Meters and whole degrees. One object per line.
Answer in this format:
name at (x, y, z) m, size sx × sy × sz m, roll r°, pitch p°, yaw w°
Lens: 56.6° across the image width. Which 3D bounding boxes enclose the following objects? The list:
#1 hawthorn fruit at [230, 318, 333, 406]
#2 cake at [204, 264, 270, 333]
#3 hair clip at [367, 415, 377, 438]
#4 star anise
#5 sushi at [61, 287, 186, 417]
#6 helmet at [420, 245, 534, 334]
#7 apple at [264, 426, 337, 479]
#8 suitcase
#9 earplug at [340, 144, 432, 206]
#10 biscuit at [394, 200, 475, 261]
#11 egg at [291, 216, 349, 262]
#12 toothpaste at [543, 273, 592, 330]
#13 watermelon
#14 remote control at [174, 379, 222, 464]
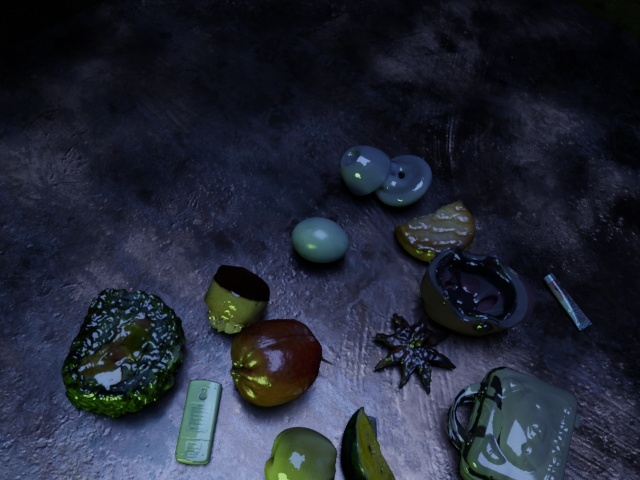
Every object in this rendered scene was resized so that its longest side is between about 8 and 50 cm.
hawthorn fruit at (-0.130, 0.339, 1.688) m, size 0.262 × 0.258 × 0.258 m, roll -38°, pitch 69°, yaw -25°
cake at (-0.266, 0.198, 1.816) m, size 0.185 × 0.178 × 0.207 m, roll 23°, pitch 23°, yaw -15°
hair clip at (0.137, 0.573, 1.697) m, size 0.054 × 0.022 × 0.137 m, roll -1°, pitch 68°, yaw -4°
star anise at (0.292, 0.331, 1.813) m, size 0.272 × 0.102 × 0.271 m, roll 1°, pitch 62°, yaw -3°
sushi at (-0.545, 0.321, 1.694) m, size 0.294 × 0.178 × 0.351 m, roll 15°, pitch 56°, yaw 1°
helmet at (0.467, 0.182, 1.863) m, size 0.339 × 0.197 × 0.270 m, roll 20°, pitch 51°, yaw -3°
apple at (-0.052, 0.589, 1.577) m, size 0.200 × 0.200 × 0.200 m, roll 2°, pitch 59°, yaw -4°
suitcase at (0.525, 0.536, 1.660) m, size 0.339 × 0.194 × 0.351 m, roll 21°, pitch 60°, yaw 10°
earplug at (0.229, -0.236, 2.100) m, size 0.326 × 0.175 × 0.214 m, roll 12°, pitch 61°, yaw 1°
biscuit at (0.403, -0.018, 2.037) m, size 0.274 × 0.091 × 0.213 m, roll -14°, pitch 59°, yaw -15°
egg at (0.000, 0.000, 1.953) m, size 0.193 × 0.149 × 0.149 m, roll 17°, pitch 59°, yaw -1°
toothpaste at (0.821, 0.203, 1.980) m, size 0.056 × 0.036 × 0.205 m, roll -23°, pitch 68°, yaw -20°
watermelon at (0.134, 0.616, 1.622) m, size 0.129 × 0.123 × 0.301 m, roll -15°, pitch 69°, yaw -28°
remote control at (-0.344, 0.511, 1.681) m, size 0.098 × 0.038 × 0.233 m, roll 6°, pitch 58°, yaw -2°
